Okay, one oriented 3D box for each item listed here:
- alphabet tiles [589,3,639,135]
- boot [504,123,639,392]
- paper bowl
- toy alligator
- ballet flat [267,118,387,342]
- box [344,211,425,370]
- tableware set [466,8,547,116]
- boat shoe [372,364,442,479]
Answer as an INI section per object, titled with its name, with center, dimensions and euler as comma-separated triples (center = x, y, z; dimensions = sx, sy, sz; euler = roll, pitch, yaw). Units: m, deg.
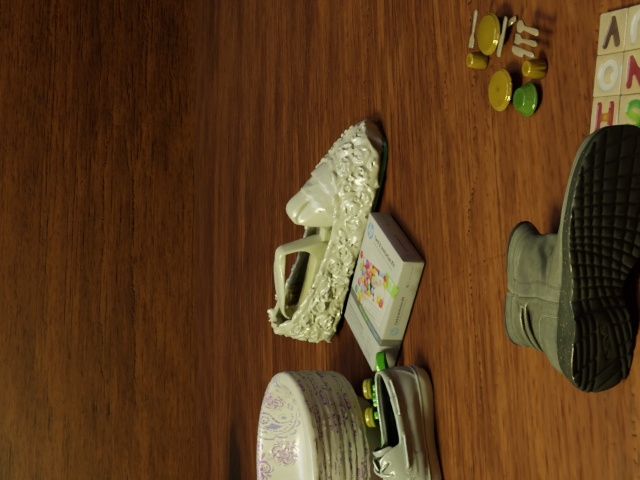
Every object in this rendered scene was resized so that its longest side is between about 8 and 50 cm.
[alphabet tiles]
center = 0.301, -0.145, 0.693
dimensions = 0.237, 0.009, 0.198
euler = -164, 77, -70
[boot]
center = 0.221, 0.006, 0.790
dimensions = 0.161, 0.083, 0.247
euler = -137, 47, -67
[paper bowl]
center = 0.008, 0.339, 1.277
dimensions = 0.284, 0.148, 0.284
euler = -177, 90, -71
[toy alligator]
center = 0.097, 0.252, 1.184
dimensions = 0.051, 0.056, 0.190
euler = 29, -127, -63
[ballet flat]
center = 0.000, 0.000, 1.368
dimensions = 0.147, 0.147, 0.409
euler = -118, 36, -56
[box]
center = 0.090, 0.074, 1.239
dimensions = 0.145, 0.038, 0.186
euler = -118, 36, -56
[tableware set]
center = 0.208, -0.200, 0.954
dimensions = 0.154, 0.024, 0.104
euler = -129, 42, -61
[boat shoe]
center = 0.104, 0.277, 1.103
dimensions = 0.079, 0.081, 0.228
euler = 138, 132, -65
